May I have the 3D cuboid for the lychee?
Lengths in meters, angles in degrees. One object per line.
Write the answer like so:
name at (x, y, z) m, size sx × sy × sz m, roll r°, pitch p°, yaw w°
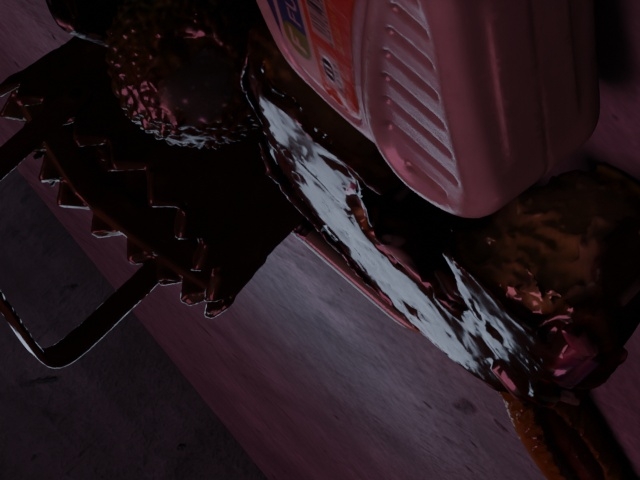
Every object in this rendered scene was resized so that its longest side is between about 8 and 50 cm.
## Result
lychee at (-0.099, -0.152, 1.408) m, size 0.171 × 0.171 × 0.171 m, roll 44°, pitch 166°, yaw 13°

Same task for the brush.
brush at (0.000, 0.000, 1.807) m, size 0.299 × 0.042 × 0.039 m, roll 39°, pitch 164°, yaw 16°

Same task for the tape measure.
tape measure at (0.056, -0.156, 0.973) m, size 0.265 × 0.130 × 0.258 m, roll 45°, pitch 165°, yaw 33°

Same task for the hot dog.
hot dog at (0.223, 0.178, 1.557) m, size 0.289 × 0.068 × 0.083 m, roll 51°, pitch -170°, yaw -37°

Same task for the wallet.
wallet at (-0.179, -0.213, 1.484) m, size 0.232 × 0.031 × 0.122 m, roll 11°, pitch -127°, yaw -66°

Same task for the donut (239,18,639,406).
donut at (0.098, -0.020, 1.224) m, size 0.345 × 0.136 × 0.259 m, roll 42°, pitch 168°, yaw 21°

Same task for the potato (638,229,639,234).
potato at (0.265, 0.038, 0.932) m, size 0.299 × 0.116 × 0.239 m, roll 54°, pitch 169°, yaw -24°

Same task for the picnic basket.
picnic basket at (-0.199, -0.046, 1.679) m, size 0.291 × 0.321 × 0.254 m, roll 34°, pitch 158°, yaw 37°
